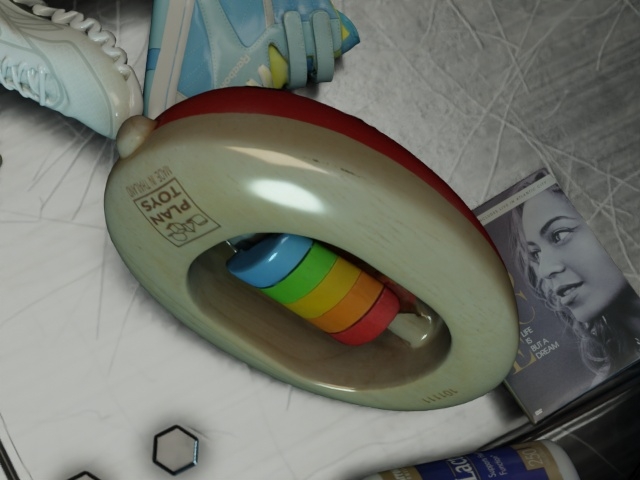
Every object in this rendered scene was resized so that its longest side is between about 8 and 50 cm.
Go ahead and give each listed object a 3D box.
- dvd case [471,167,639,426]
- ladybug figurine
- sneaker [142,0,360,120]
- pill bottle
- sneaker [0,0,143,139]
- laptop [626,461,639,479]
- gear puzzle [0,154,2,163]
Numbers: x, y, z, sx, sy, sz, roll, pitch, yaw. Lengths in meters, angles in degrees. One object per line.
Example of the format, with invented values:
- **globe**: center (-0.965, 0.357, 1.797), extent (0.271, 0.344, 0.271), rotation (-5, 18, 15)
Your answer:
- **dvd case**: center (0.221, 0.053, 1.507), extent (0.164, 0.018, 0.221), rotation (-30, 71, -10)
- **ladybug figurine**: center (0.000, 0.000, 1.372), extent (0.449, 0.305, 0.162), rotation (37, 46, -32)
- **sneaker**: center (-0.070, -0.148, 1.468), extent (0.208, 0.127, 0.319), rotation (8, 85, -8)
- **pill bottle**: center (0.115, 0.288, 1.427), extent (0.265, 0.153, 0.153), rotation (-10, 85, -9)
- **sneaker**: center (-0.288, -0.179, 1.410), extent (0.292, 0.110, 0.118), rotation (38, 51, 19)
- **laptop**: center (0.389, 0.329, 1.355), extent (0.382, 0.236, 0.408), rotation (45, 60, 0)
- **gear puzzle**: center (-0.419, -0.104, 1.339), extent (0.044, 0.339, 0.175), rotation (30, 76, 40)
